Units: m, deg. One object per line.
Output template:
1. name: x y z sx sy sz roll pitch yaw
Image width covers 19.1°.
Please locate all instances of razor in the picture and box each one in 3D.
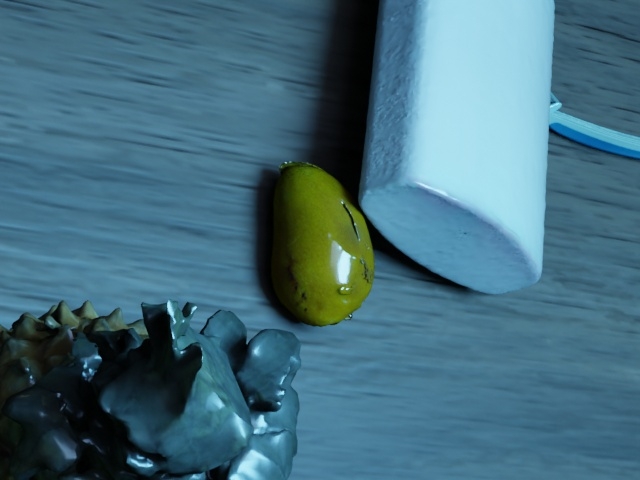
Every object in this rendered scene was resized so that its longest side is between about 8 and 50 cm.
1. razor: 0.245 -0.094 1.624 0.191 0.037 0.068 18 26 -31

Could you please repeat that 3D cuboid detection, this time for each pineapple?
1. pineapple: -0.120 0.120 1.089 0.223 0.357 0.223 12 66 -28

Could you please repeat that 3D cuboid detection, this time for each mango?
1. mango: 0.000 0.000 1.402 0.077 0.063 0.127 -3 74 -27

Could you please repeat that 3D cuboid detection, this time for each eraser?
1. eraser: 0.112 -0.113 1.482 0.174 0.095 0.270 33 50 -38
